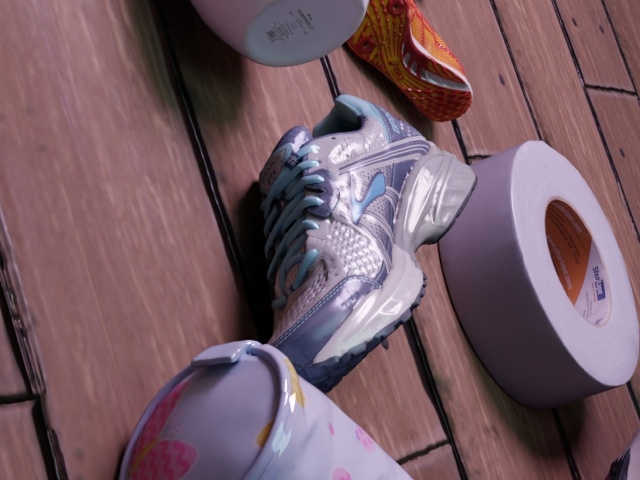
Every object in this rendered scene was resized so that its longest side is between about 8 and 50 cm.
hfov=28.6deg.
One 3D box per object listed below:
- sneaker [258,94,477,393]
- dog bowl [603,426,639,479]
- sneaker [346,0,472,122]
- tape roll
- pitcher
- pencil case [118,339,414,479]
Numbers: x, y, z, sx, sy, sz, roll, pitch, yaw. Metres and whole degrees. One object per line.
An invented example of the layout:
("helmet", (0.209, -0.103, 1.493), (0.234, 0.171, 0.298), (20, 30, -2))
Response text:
("sneaker", (0.000, 0.000, 0.791), (0.122, 0.110, 0.283), (42, 33, -7))
("dog bowl", (0.378, 0.287, 0.977), (0.408, 0.150, 0.408), (43, 10, -9))
("sneaker", (0.060, -0.166, 1.019), (0.175, 0.064, 0.067), (49, 15, -36))
("tape roll", (0.187, 0.029, 1.061), (0.219, 0.072, 0.219), (34, 45, -42))
("pitcher", (-0.034, -0.212, 0.849), (0.178, 0.125, 0.207), (40, 27, -61))
("pencil case", (0.020, 0.165, 0.669), (0.273, 0.113, 0.124), (41, 67, -33))
